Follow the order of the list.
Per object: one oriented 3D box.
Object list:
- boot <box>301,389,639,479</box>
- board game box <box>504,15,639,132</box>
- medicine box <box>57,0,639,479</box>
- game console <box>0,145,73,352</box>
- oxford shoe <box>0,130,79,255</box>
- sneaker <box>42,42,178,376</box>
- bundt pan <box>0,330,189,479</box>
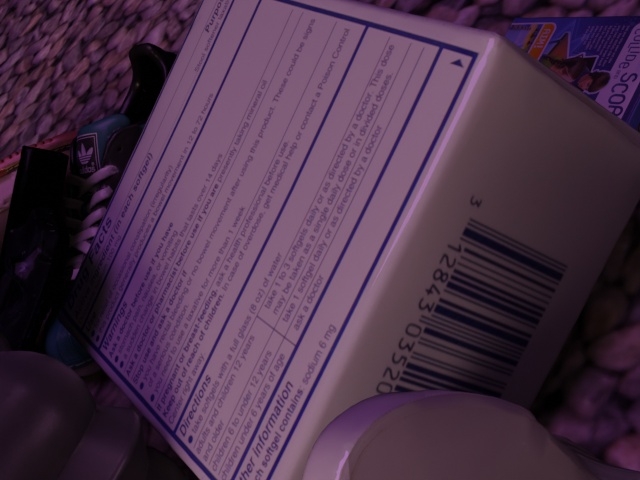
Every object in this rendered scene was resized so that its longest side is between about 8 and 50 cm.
[{"bbox_3d":[0.059,0.117,0.429,0.123,0.258,0.095,2,71,48],"label":"boot"},{"bbox_3d":[0.145,-0.059,0.667,0.136,0.035,0.201,14,69,48],"label":"board game box"},{"bbox_3d":[0.000,0.000,0.615,0.289,0.149,0.264,31,97,52],"label":"medicine box"},{"bbox_3d":[-0.225,0.039,0.771,0.361,0.044,0.213,-157,79,-73],"label":"game console"},{"bbox_3d":[-0.321,0.034,0.994,0.348,0.123,0.130,-40,65,9],"label":"oxford shoe"},{"bbox_3d":[-0.182,-0.036,0.885,0.108,0.121,0.302,-4,56,42],"label":"sneaker"},{"bbox_3d":[-0.200,0.166,0.597,0.330,0.331,0.124,-12,34,37],"label":"bundt pan"}]
